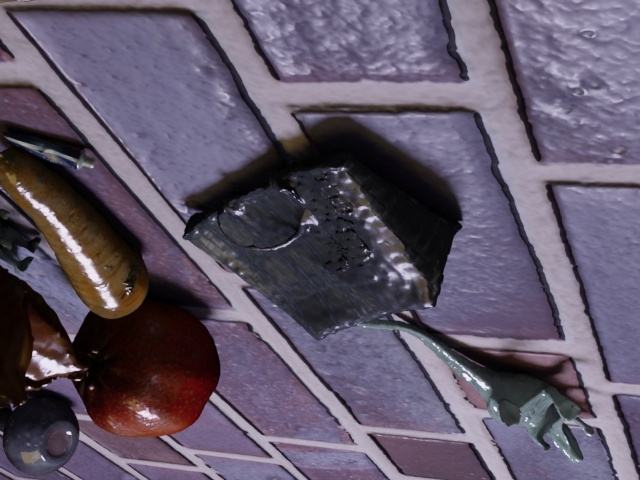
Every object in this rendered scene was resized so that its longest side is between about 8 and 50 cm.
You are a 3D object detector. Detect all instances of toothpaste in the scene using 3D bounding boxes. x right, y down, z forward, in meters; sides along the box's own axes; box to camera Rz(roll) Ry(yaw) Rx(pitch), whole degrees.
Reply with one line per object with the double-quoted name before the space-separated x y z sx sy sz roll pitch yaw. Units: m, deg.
"toothpaste" -0.238 -0.080 1.153 0.083 0.019 0.027 17 174 -2

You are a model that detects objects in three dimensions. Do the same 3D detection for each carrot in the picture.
"carrot" -0.242 -0.014 1.246 0.078 0.078 0.298 4 152 20

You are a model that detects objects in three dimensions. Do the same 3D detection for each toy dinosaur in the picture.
"toy dinosaur" -0.345 -0.006 1.355 0.106 0.044 0.187 29 166 -13
"toy dinosaur" 0.197 0.159 1.408 0.383 0.076 0.129 39 166 -34

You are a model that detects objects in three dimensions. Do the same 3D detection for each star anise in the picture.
"star anise" -0.378 0.081 1.374 0.346 0.148 0.237 11 155 46

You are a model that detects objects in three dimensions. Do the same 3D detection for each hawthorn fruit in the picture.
"hawthorn fruit" -0.184 0.146 1.485 0.157 0.157 0.194 -10 159 42

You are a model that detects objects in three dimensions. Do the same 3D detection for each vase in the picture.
"vase" -0.449 0.287 1.998 0.183 0.120 0.120 9 161 43

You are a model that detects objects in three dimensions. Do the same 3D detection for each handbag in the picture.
"handbag" 0.000 0.000 1.152 0.175 0.089 0.270 33 150 -24

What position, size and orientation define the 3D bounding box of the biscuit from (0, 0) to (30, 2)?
"biscuit" -0.209 -0.171 0.719 0.259 0.079 0.259 -5 -173 1
